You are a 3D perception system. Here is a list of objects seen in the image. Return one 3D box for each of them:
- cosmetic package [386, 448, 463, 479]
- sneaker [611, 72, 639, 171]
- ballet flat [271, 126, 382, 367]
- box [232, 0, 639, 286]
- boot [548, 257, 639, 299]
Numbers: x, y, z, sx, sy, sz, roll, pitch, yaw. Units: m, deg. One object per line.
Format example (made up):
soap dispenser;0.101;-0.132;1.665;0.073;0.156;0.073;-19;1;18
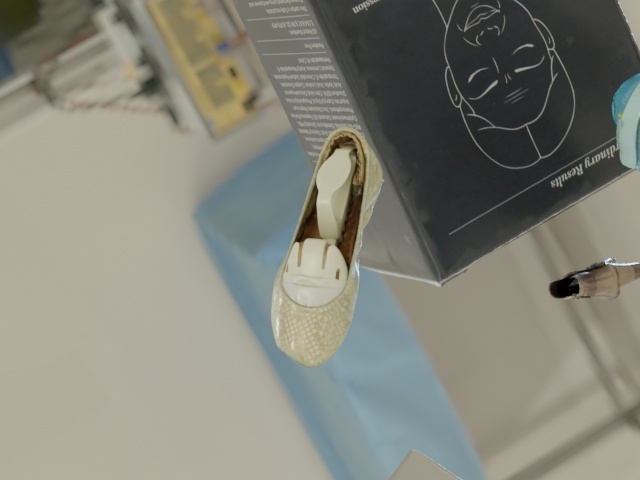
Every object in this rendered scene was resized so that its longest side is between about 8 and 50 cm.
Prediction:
cosmetic package;0.016;0.249;1.150;0.107;0.238;0.127;32;143;10
sneaker;0.328;-0.094;1.659;0.208;0.127;0.319;38;170;20
ballet flat;0.000;0.000;1.282;0.052;0.057;0.168;73;-155;-55
box;0.115;-0.202;1.955;0.395;0.293;0.212;65;162;-13
boot;0.269;0.043;2.027;0.118;0.087;0.042;-31;73;63
